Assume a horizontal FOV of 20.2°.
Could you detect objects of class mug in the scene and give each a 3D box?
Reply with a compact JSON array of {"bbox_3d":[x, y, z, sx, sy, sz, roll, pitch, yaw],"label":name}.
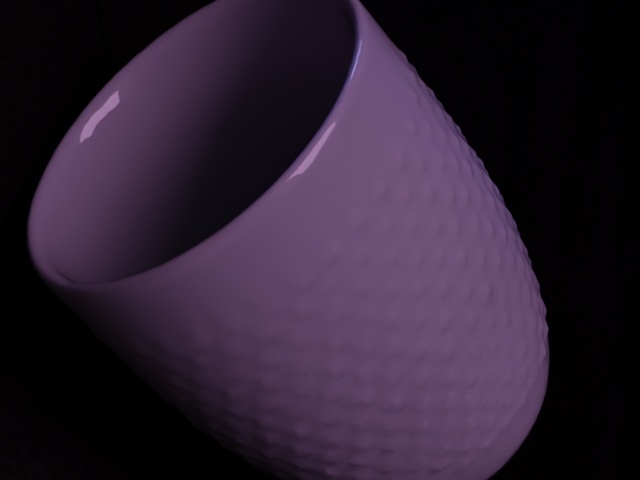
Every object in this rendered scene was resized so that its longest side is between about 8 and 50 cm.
[{"bbox_3d":[0.000,0.000,1.283,0.328,0.276,0.374,48,18,-32],"label":"mug"}]
